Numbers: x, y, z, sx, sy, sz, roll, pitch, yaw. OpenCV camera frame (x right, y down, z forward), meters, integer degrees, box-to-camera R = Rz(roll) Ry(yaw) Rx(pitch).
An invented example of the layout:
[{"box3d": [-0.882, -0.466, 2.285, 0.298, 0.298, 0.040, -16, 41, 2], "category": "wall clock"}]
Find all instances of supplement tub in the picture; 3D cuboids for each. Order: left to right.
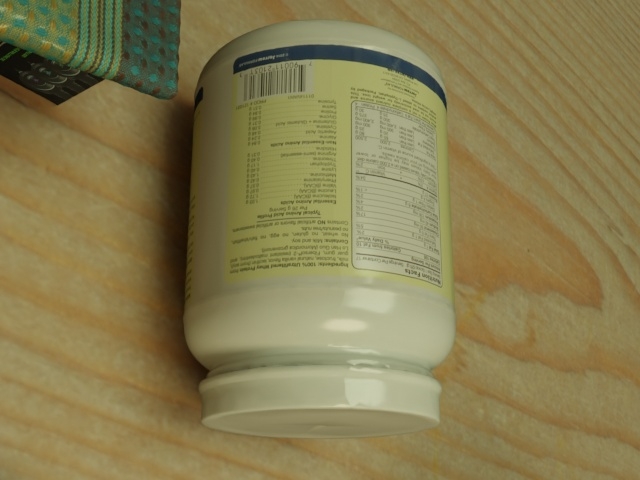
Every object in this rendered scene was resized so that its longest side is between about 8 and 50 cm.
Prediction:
[{"box3d": [0.000, 0.000, 0.822, 0.235, 0.235, 0.325, 18, 65, -42], "category": "supplement tub"}]

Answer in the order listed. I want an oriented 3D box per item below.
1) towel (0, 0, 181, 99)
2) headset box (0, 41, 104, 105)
[{"box3d": [-0.244, -0.264, 0.601, 0.370, 0.040, 0.271, 18, 64, -42], "category": "towel"}, {"box3d": [-0.247, -0.279, 0.732, 0.283, 0.131, 0.246, 30, 60, -37], "category": "headset box"}]
